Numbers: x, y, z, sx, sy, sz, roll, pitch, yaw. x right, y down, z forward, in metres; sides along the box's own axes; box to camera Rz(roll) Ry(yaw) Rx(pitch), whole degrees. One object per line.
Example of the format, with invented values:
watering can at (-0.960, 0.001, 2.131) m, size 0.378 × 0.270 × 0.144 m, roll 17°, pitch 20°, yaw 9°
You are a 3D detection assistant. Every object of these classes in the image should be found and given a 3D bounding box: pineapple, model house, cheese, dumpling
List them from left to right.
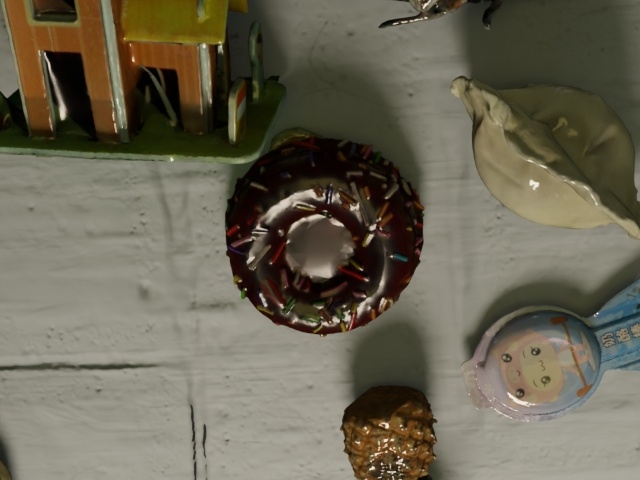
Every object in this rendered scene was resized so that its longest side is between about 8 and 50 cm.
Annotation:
model house at (-0.207, -0.225, 0.768) m, size 0.300 × 0.340 × 0.324 m, roll 3°, pitch 120°, yaw 7°
pineapple at (0.092, 0.291, 0.968) m, size 0.111 × 0.119 × 0.237 m, roll -9°, pitch 98°, yaw 19°
dumpling at (0.241, -0.085, 0.865) m, size 0.258 × 0.193 × 0.147 m, roll 38°, pitch 103°, yaw -4°
cheese at (0.281, 0.129, 0.961) m, size 0.244 × 0.052 × 0.135 m, roll -20°, pitch 96°, yaw 7°

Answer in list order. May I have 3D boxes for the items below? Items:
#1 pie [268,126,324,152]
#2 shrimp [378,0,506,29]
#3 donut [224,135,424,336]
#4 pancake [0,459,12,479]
pie at (-0.026, -0.087, 0.973) m, size 0.084 × 0.020 × 0.085 m, roll 1°, pitch 100°, yaw 5°
shrimp at (0.172, -0.306, 0.867) m, size 0.410 × 0.166 × 0.222 m, roll 0°, pitch 65°, yaw -8°
donut at (0.000, 0.000, 0.939) m, size 0.234 × 0.089 × 0.235 m, roll 2°, pitch 108°, yaw 7°
pancake at (-0.547, 0.338, 1.055) m, size 0.355 × 0.065 × 0.357 m, roll 0°, pitch 96°, yaw 4°
